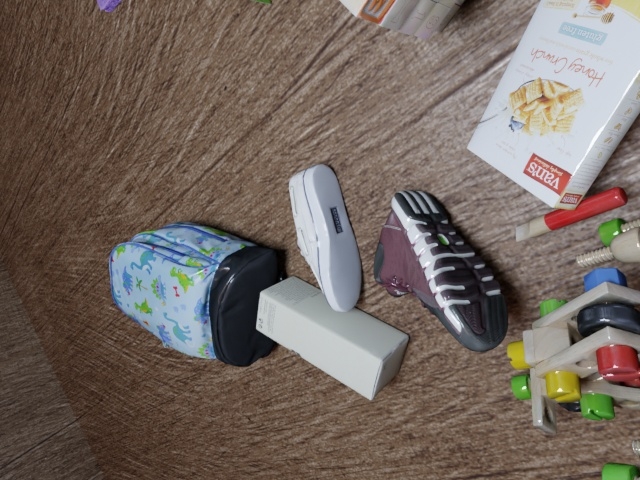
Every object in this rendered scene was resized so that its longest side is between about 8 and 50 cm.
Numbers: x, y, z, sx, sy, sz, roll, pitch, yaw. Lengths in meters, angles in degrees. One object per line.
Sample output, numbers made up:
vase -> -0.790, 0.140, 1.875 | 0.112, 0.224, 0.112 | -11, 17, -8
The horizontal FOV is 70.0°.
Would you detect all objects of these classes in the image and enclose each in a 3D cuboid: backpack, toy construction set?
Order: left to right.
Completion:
backpack -> -0.283, 0.095, 1.001 | 0.356, 0.274, 0.289 | 34, 129, 39
toy construction set -> 0.314, 0.119, 0.578 | 0.237, 0.258, 0.308 | -29, 65, 51

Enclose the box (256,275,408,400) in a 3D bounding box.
box -> 0.015, 0.173, 0.865 | 0.275, 0.113, 0.094 | 26, 118, 30

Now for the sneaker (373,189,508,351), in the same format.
sneaker -> 0.164, 0.068, 0.701 | 0.162, 0.107, 0.281 | 115, 147, -43

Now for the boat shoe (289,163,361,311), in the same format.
boat shoe -> 0.000, 0.000, 0.834 | 0.088, 0.096, 0.267 | -12, 95, 43

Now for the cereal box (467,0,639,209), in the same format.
cereal box -> 0.290, -0.180, 0.541 | 0.173, 0.048, 0.240 | 58, 135, 49

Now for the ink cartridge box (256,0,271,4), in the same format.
ink cartridge box -> -0.153, -0.531, 0.724 | 0.097, 0.189, 0.255 | -20, 93, 38

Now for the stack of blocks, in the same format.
stack of blocks -> 0.087, -0.326, 0.535 | 0.171, 0.297, 0.087 | 49, 125, 14

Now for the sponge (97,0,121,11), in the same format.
sponge -> -0.451, -0.619, 1.021 | 0.210, 0.031, 0.117 | -14, 95, 39
